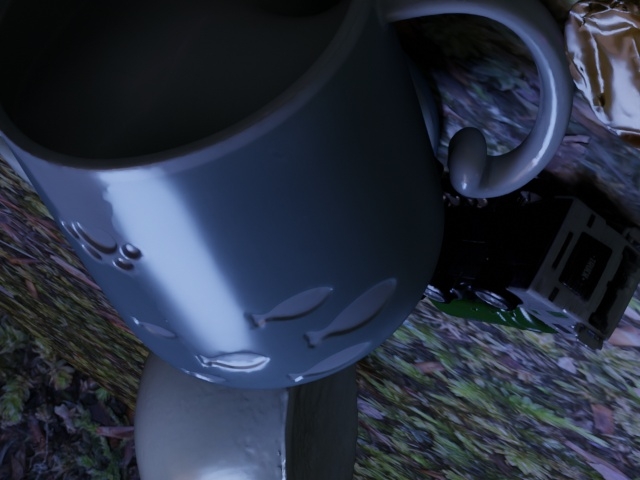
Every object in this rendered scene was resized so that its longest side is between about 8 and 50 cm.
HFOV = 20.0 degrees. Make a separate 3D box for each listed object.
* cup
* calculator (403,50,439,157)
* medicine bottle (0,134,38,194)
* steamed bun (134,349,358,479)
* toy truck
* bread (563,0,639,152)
[{"bbox_3d":[-0.008,-0.068,1.199,0.356,0.259,0.274,-10,139,12],"label":"cup"},{"bbox_3d":[0.007,-0.106,1.423,0.188,0.042,0.303,30,164,7],"label":"calculator"},{"bbox_3d":[-0.191,-0.104,1.580,0.170,0.170,0.293,22,161,34],"label":"medicine bottle"},{"bbox_3d":[-0.090,0.204,2.028,0.206,0.324,0.324,3,154,18],"label":"steamed bun"},{"bbox_3d":[0.150,0.021,1.429,0.125,0.101,0.242,34,168,-23],"label":"toy truck"},{"bbox_3d":[0.223,-0.101,0.898,0.190,0.114,0.132,10,144,35],"label":"bread"}]
